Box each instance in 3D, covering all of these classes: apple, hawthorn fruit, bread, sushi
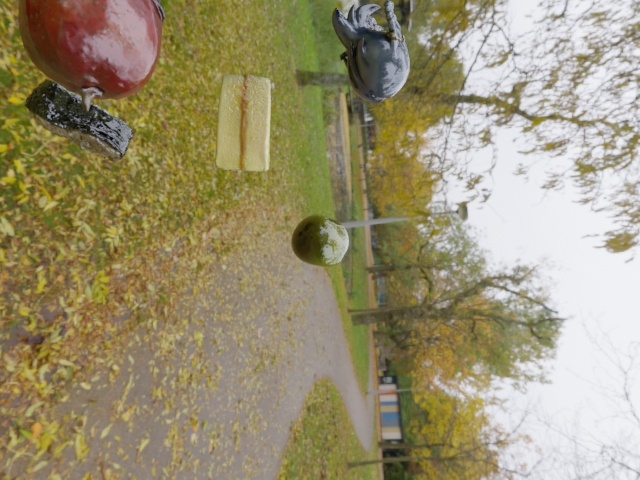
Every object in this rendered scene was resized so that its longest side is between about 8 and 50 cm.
[{"bbox_3d":[0.000,0.000,1.320,0.196,0.196,0.157,-47,160,-79],"label":"apple"},{"bbox_3d":[-0.384,-0.337,0.677,0.215,0.215,0.250,9,83,-82],"label":"hawthorn fruit"},{"bbox_3d":[-0.234,-0.354,1.214,0.163,0.167,0.264,-102,-165,-61],"label":"bread"},{"bbox_3d":[-0.895,-0.440,1.506,0.210,0.350,0.171,17,-101,59],"label":"sushi"}]

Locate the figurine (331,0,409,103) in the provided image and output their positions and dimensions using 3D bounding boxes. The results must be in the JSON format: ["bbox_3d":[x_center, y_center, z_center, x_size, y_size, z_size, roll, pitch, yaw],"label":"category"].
[{"bbox_3d":[0.130,-0.501,1.055,0.265,0.175,0.197,63,-7,-7],"label":"figurine"}]
